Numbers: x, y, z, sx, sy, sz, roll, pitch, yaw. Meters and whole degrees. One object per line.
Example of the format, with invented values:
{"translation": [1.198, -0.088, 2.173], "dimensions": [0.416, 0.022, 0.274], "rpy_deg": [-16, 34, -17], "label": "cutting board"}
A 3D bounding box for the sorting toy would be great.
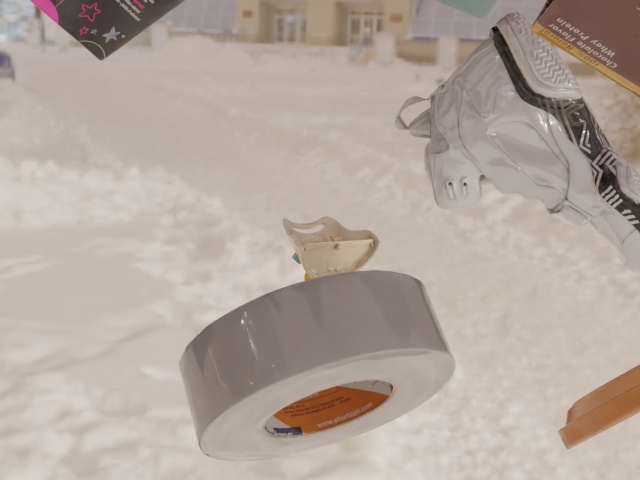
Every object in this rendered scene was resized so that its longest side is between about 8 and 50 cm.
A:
{"translation": [0.000, 0.000, 0.951], "dimensions": [0.083, 0.044, 0.075], "rpy_deg": [-3, 37, -28], "label": "sorting toy"}

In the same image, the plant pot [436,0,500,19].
{"translation": [0.183, -0.487, 1.316], "dimensions": [0.248, 0.247, 0.252], "rpy_deg": [19, -22, -10], "label": "plant pot"}

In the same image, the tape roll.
{"translation": [-0.003, 0.108, 0.840], "dimensions": [0.219, 0.072, 0.219], "rpy_deg": [-15, -26, -7], "label": "tape roll"}

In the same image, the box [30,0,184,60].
{"translation": [-0.208, -0.290, 0.794], "dimensions": [0.142, 0.163, 0.247], "rpy_deg": [-33, -27, 8], "label": "box"}

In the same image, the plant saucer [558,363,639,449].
{"translation": [0.116, 0.044, 0.337], "dimensions": [0.084, 0.013, 0.083], "rpy_deg": [-26, -17, -8], "label": "plant saucer"}

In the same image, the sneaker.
{"translation": [0.258, -0.073, 1.231], "dimensions": [0.210, 0.365, 0.137], "rpy_deg": [-34, 8, 13], "label": "sneaker"}

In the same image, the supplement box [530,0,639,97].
{"translation": [0.310, -0.209, 0.840], "dimensions": [0.191, 0.129, 0.194], "rpy_deg": [32, -10, 1], "label": "supplement box"}
